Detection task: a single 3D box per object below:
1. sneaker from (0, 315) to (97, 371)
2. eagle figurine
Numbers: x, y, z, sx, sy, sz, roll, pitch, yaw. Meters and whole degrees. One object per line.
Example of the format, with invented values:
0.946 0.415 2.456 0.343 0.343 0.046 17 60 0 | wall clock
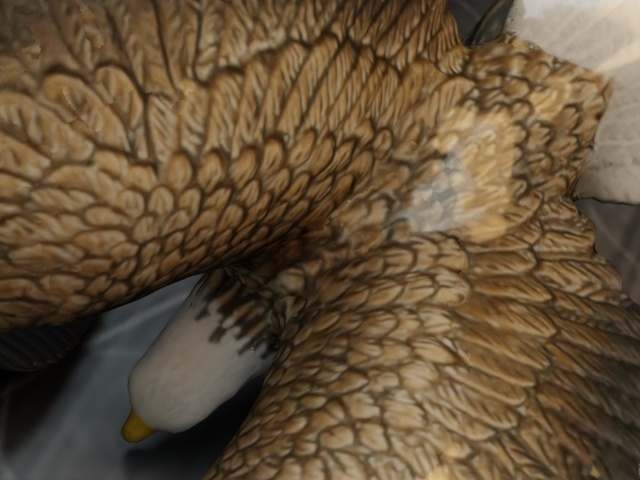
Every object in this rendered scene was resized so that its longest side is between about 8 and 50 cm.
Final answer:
-0.125 -0.096 0.643 0.131 0.112 0.319 -1 58 13 | sneaker
-0.004 0.009 0.509 0.226 0.225 0.298 17 23 13 | eagle figurine
